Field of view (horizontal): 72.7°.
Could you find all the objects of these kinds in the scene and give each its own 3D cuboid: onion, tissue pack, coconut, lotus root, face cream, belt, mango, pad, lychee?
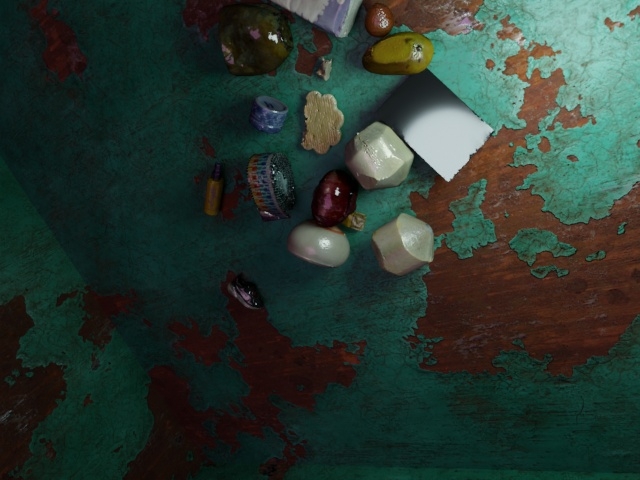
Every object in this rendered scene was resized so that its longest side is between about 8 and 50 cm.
[{"bbox_3d":[0.062,-0.171,1.797,0.190,0.246,0.246,26,124,2],"label":"onion"},{"bbox_3d":[-0.018,-0.901,1.516,0.344,0.125,0.242,32,129,8],"label":"tissue pack"},{"bbox_3d":[0.226,-0.305,1.649,0.245,0.245,0.247,-36,90,35],"label":"coconut"},{"bbox_3d":[-0.246,-0.770,1.688,0.261,0.149,0.266,10,122,22],"label":"lotus root"},{"bbox_3d":[0.348,0.011,1.764,0.239,0.239,0.244,50,130,-6],"label":"coconut"},{"bbox_3d":[-0.517,-0.255,2.127,0.078,0.078,0.273,26,124,12],"label":"face cream"},{"bbox_3d":[-0.223,-0.246,1.919,0.161,0.206,0.294,1,131,21],"label":"belt"},{"bbox_3d":[0.261,-0.640,1.510,0.262,0.167,0.129,7,94,30],"label":"mango"},{"bbox_3d":[0.411,-0.423,1.562,0.367,0.007,0.247,43,93,0],"label":"pad"},{"bbox_3d":[0.207,-0.747,1.509,0.115,0.101,0.140,25,139,30],"label":"lychee"}]

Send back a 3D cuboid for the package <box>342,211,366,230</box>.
[{"bbox_3d":[0.136,-0.097,1.918,0.131,0.047,0.071,21,126,12],"label":"package"}]

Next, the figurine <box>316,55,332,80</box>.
[{"bbox_3d":[0.013,-0.667,1.683,0.051,0.047,0.083,34,134,24],"label":"figurine"}]

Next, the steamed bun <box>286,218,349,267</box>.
[{"bbox_3d":[0.000,0.000,1.908,0.283,0.283,0.177,23,99,13],"label":"steamed bun"}]

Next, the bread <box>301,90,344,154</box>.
[{"bbox_3d":[0.010,-0.477,1.783,0.182,0.039,0.250,17,122,16],"label":"bread"}]

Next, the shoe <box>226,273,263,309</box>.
[{"bbox_3d":[-0.396,0.275,2.343,0.228,0.099,0.112,33,118,7],"label":"shoe"}]

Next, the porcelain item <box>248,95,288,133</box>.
[{"bbox_3d":[-0.217,-0.518,1.802,0.147,0.147,0.114,31,124,8],"label":"porcelain item"}]
